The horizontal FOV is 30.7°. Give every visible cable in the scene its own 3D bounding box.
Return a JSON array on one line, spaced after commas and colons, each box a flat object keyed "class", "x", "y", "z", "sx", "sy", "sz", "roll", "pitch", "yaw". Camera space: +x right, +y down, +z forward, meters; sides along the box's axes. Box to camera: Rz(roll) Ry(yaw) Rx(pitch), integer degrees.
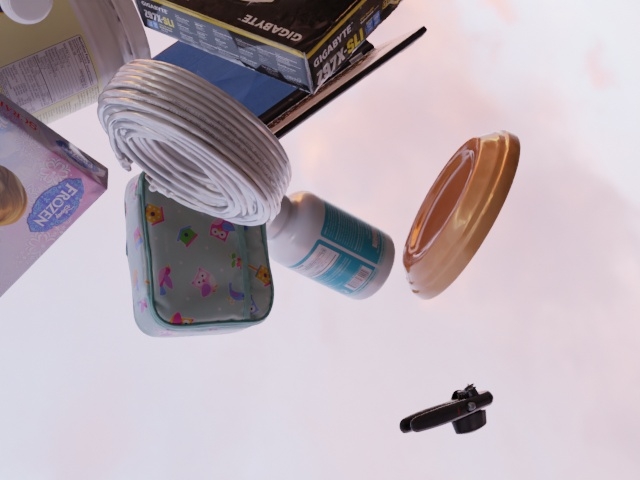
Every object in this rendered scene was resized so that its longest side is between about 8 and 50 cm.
[{"class": "cable", "x": -0.150, "y": -0.114, "z": 1.410, "sx": 0.257, "sy": 0.257, "sz": 0.089, "roll": 27, "pitch": -107, "yaw": 18}]

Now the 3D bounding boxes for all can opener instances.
[{"class": "can opener", "x": 0.195, "y": 0.261, "z": 1.762, "sx": 0.186, "sy": 0.059, "sz": 0.073, "roll": -5, "pitch": -107, "yaw": -45}]

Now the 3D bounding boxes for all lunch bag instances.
[{"class": "lunch bag", "x": -0.185, "y": 0.008, "z": 1.824, "sx": 0.224, "sy": 0.108, "sz": 0.279, "roll": -1, "pitch": -102, "yaw": -25}]

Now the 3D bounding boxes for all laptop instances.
[{"class": "laptop", "x": -0.088, "y": -0.327, "z": 2.052, "sx": 0.382, "sy": 0.408, "sz": 0.236, "roll": -38, "pitch": -80, "yaw": -13}]

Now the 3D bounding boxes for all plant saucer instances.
[{"class": "plant saucer", "x": 0.141, "y": -0.033, "z": 1.226, "sx": 0.037, "sy": 0.200, "sz": 0.200, "roll": 29, "pitch": -144, "yaw": -10}]

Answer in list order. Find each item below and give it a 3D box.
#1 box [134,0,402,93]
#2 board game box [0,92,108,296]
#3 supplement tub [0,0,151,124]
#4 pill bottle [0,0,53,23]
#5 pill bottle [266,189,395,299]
[{"class": "box", "x": -0.064, "y": -0.360, "z": 1.662, "sx": 0.322, "sy": 0.079, "sz": 0.257, "roll": 26, "pitch": -122, "yaw": 29}, {"class": "board game box", "x": -0.530, "y": -0.073, "z": 1.687, "sx": 0.318, "sy": 0.319, "sz": 0.066, "roll": 36, "pitch": -158, "yaw": -28}, {"class": "supplement tub", "x": -0.460, "y": -0.304, "z": 1.863, "sx": 0.325, "sy": 0.235, "sz": 0.235, "roll": -28, "pitch": -110, "yaw": -16}, {"class": "pill bottle", "x": -0.372, "y": -0.308, "z": 1.467, "sx": 0.067, "sy": 0.067, "sz": 0.120, "roll": 23, "pitch": -171, "yaw": -26}, {"class": "pill bottle", "x": 0.000, "y": 0.000, "z": 2.152, "sx": 0.264, "sy": 0.146, "sz": 0.146, "roll": 28, "pitch": -144, "yaw": -31}]
